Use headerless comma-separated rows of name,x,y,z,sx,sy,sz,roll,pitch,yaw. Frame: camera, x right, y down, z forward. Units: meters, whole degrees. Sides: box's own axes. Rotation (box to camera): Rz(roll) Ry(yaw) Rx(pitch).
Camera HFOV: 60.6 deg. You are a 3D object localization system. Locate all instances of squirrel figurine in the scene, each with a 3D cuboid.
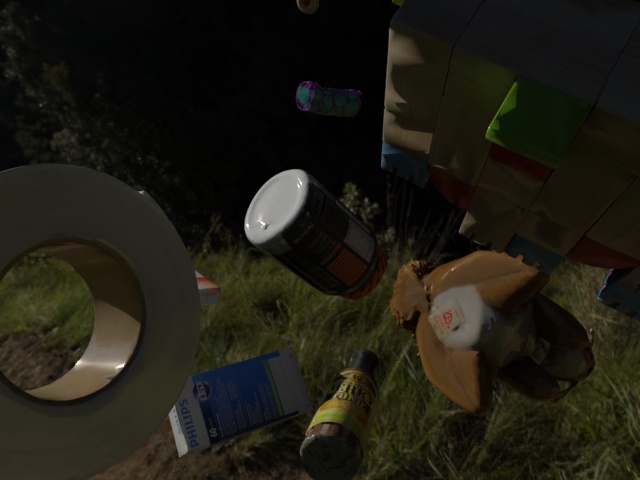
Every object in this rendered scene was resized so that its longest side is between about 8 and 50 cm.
squirrel figurine,0.353,0.172,1.124,0.397,0.370,0.281,18,91,53

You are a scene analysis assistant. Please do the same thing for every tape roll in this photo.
tape roll,-0.254,0.074,0.517,0.100,0.286,0.286,-7,34,40

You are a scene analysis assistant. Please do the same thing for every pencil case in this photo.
pencil case,0.021,-0.325,1.263,0.151,0.070,0.064,-4,50,-39

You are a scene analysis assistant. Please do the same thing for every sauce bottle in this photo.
sauce bottle,0.055,0.321,1.070,0.111,0.112,0.344,-18,12,18

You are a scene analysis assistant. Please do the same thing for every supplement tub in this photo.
supplement tub,0.000,0.000,0.741,0.117,0.190,0.117,-25,46,28

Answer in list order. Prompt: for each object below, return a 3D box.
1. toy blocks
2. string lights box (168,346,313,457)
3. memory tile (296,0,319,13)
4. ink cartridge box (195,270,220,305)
toy blocks,0.200,-0.068,0.468,0.381,0.261,0.191,29,71,15
string lights box,-0.159,0.310,1.071,0.259,0.133,0.077,-9,-21,-31
memory tile,-0.033,-0.422,0.801,0.113,0.148,0.012,-39,1,42
ink cartridge box,-0.334,0.107,1.219,0.179,0.045,0.145,2,12,-36
